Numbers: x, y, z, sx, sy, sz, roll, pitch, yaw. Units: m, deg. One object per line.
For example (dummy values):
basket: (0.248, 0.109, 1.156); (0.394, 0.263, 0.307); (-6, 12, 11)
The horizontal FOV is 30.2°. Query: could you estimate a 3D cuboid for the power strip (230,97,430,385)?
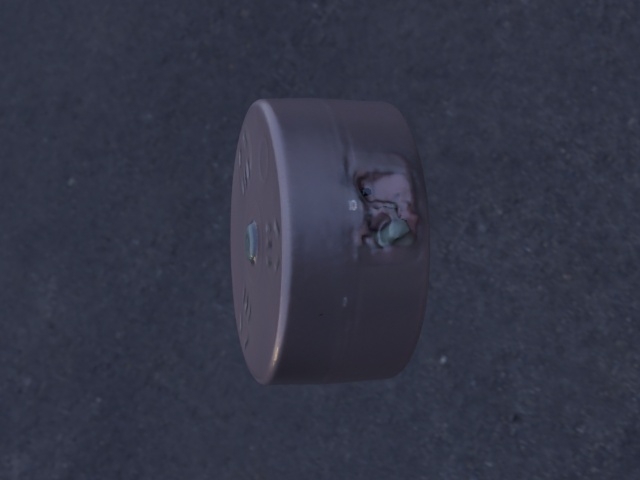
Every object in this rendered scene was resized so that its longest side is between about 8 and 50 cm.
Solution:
power strip: (0.000, 0.000, 0.625); (0.154, 0.078, 0.154); (180, 90, -76)
